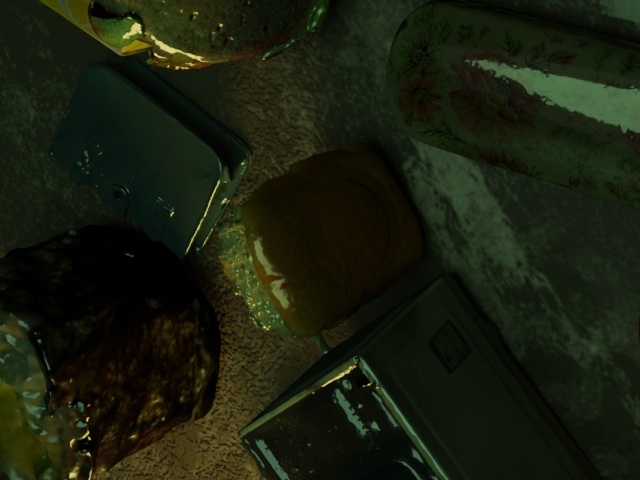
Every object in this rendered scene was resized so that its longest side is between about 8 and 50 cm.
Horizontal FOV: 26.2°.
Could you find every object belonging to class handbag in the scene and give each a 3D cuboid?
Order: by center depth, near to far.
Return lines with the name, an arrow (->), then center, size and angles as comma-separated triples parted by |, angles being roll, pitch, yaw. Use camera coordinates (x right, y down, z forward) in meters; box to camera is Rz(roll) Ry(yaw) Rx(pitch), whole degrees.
handbag -> -0.212, -0.098, 1.664 | 0.229, 0.062, 0.179 | 39, 120, 13

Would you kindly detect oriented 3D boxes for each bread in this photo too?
bread -> 0.000, 0.000, 1.477 | 0.121, 0.245, 0.174 | -31, 88, 42

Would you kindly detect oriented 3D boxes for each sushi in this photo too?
sushi -> -0.314, 0.143, 1.653 | 0.299, 0.294, 0.281 | 1, 109, 34

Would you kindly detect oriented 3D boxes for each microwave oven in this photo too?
microwave oven -> 0.118, 0.263, 1.471 | 0.218, 0.286, 0.355 | -36, 91, 33

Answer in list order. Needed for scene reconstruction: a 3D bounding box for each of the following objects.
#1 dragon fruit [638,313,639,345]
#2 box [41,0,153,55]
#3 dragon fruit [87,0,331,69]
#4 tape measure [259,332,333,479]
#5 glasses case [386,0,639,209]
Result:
dragon fruit -> 0.400, 0.088, 1.373 | 0.110, 0.153, 0.153 | 17, 120, -21
box -> -0.217, -0.365, 1.564 | 0.168, 0.097, 0.265 | 36, 119, 14
dragon fruit -> -0.108, -0.298, 1.449 | 0.295, 0.130, 0.268 | -16, 129, -5
tape measure -> -0.028, 0.239, 1.654 | 0.164, 0.084, 0.330 | -16, 99, 27
glasses case -> 0.264, -0.129, 1.373 | 0.425, 0.098, 0.157 | 19, 118, 23
